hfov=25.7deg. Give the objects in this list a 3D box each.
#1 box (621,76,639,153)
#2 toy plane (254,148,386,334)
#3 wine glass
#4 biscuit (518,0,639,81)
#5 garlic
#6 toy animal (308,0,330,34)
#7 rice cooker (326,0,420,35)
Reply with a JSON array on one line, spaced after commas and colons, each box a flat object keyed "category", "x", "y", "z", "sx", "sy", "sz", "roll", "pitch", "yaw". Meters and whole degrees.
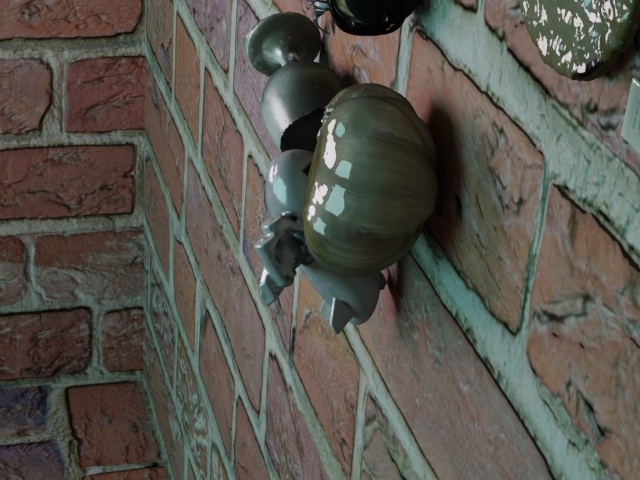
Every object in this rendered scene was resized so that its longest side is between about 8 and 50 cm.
[{"category": "box", "x": 0.268, "y": -0.088, "z": 1.103, "sx": 0.083, "sy": 0.024, "sz": 0.054, "roll": -118, "pitch": 26, "yaw": -54}, {"category": "toy plane", "x": 0.003, "y": -0.001, "z": 1.779, "sx": 0.118, "sy": 0.252, "sz": 0.252, "roll": -7, "pitch": 87, "yaw": 42}, {"category": "wine glass", "x": -0.030, "y": -0.211, "z": 1.973, "sx": 0.241, "sy": 0.126, "sz": 0.126, "roll": -108, "pitch": 20, "yaw": -45}, {"category": "biscuit", "x": 0.230, "y": -0.204, "z": 1.194, "sx": 0.250, "sy": 0.032, "sz": 0.133, "roll": 139, "pitch": 126, "yaw": -71}, {"category": "garlic", "x": 0.060, "y": -0.066, "z": 1.624, "sx": 0.228, "sy": 0.152, "sz": 0.228, "roll": 12, "pitch": -90, "yaw": -89}, {"category": "toy animal", "x": 0.001, "y": -0.337, "z": 2.000, "sx": 0.050, "sy": 0.028, "sz": 0.084, "roll": -135, "pitch": 40, "yaw": -66}, {"category": "rice cooker", "x": 0.061, "y": -0.321, "z": 1.629, "sx": 0.106, "sy": 0.112, "sz": 0.165, "roll": -173, "pitch": 78, "yaw": -68}]
